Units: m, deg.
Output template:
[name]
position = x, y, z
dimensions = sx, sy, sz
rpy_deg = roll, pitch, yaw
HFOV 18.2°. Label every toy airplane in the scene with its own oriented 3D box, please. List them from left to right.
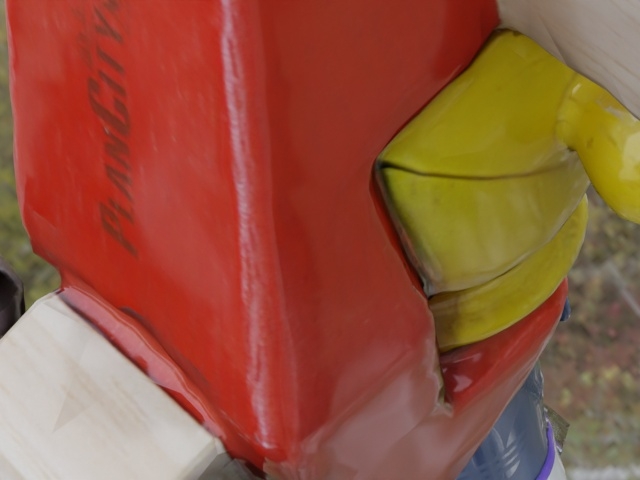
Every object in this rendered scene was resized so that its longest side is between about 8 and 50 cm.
[toy airplane]
position = 0.021, -0.094, 0.440
dimensions = 0.272, 0.386, 0.384
rpy_deg = -30, 9, -28

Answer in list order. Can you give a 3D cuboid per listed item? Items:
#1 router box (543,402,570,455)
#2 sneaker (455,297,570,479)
[router box]
position = 0.056, 0.237, 1.451
dimensions = 0.309, 0.081, 0.243
rpy_deg = -52, -7, 5
[sneaker]
position = 0.000, 0.000, 0.967
dimensions = 0.130, 0.236, 0.323
rpy_deg = -28, 26, -10
